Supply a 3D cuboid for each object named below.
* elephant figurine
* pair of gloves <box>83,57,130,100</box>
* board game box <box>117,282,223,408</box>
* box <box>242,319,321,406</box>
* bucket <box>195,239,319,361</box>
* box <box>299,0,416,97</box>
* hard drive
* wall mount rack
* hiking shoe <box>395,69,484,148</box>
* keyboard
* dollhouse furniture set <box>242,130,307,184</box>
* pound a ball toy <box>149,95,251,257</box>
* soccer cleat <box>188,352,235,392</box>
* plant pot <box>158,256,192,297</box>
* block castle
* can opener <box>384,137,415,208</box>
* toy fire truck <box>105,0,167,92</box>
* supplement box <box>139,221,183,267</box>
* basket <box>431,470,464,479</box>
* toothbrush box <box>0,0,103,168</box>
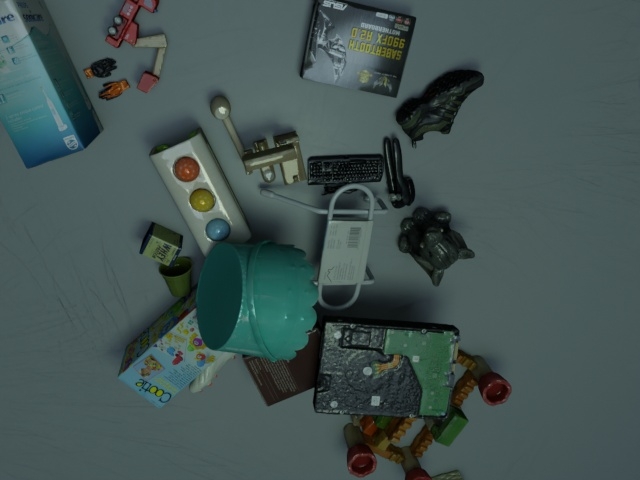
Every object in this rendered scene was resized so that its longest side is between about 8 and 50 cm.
[{"bbox_3d":[0.291,0.027,1.435,0.186,0.239,0.169,10,109,-14],"label":"elephant figurine"},{"bbox_3d":[-0.469,-0.354,1.273,0.074,0.010,0.083,-25,111,2],"label":"pair of gloves"},{"bbox_3d":[-0.356,0.263,1.468,0.275,0.142,0.144,-41,112,7],"label":"board game box"},{"bbox_3d":[-0.086,0.289,1.512,0.203,0.168,0.167,-22,113,0],"label":"box"},{"bbox_3d":[-0.151,0.131,1.312,0.183,0.281,0.281,8,111,-34],"label":"bucket"},{"bbox_3d":[0.082,-0.437,1.312,0.231,0.056,0.183,9,109,-13],"label":"box"},{"bbox_3d":[0.160,0.312,1.421,0.339,0.064,0.237,5,100,-7],"label":"hard drive"},{"bbox_3d":[0.000,0.000,1.431,0.304,0.130,0.350,1,117,-14],"label":"wall mount rack"},{"bbox_3d":[0.296,-0.319,1.395,0.227,0.086,0.114,-31,127,9],"label":"hiking shoe"},{"bbox_3d":[0.065,-0.159,1.431,0.192,0.038,0.100,-4,112,-8],"label":"keyboard"},{"bbox_3d":[-0.099,-0.161,1.335,0.144,0.151,0.123,-16,114,-6],"label":"dollhouse furniture set"},{"bbox_3d":[-0.245,-0.142,1.330,0.208,0.136,0.319,-23,114,0],"label":"pound a ball toy"},{"bbox_3d":[-0.292,0.323,1.550,0.196,0.068,0.076,-46,107,2],"label":"soccer cleat"},{"bbox_3d":[-0.353,0.097,1.443,0.083,0.083,0.079,-8,125,-7],"label":"plant pot"},{"bbox_3d":[0.291,0.504,1.642,0.303,0.213,0.453,28,105,-19],"label":"block castle"},{"bbox_3d":[0.187,-0.167,1.448,0.059,0.073,0.186,-3,115,34],"label":"can opener"},{"bbox_3d":[-0.379,-0.431,1.238,0.135,0.047,0.192,29,103,-20],"label":"toy fire truck"},{"bbox_3d":[-0.382,0.010,1.394,0.083,0.083,0.056,26,106,-20],"label":"supplement box"},{"bbox_3d":[0.392,0.820,1.843,0.167,0.113,0.103,-13,109,-4],"label":"basket"},{"bbox_3d":[-0.570,-0.320,1.157,0.126,0.216,0.296,-19,114,-3],"label":"toothbrush box"}]
